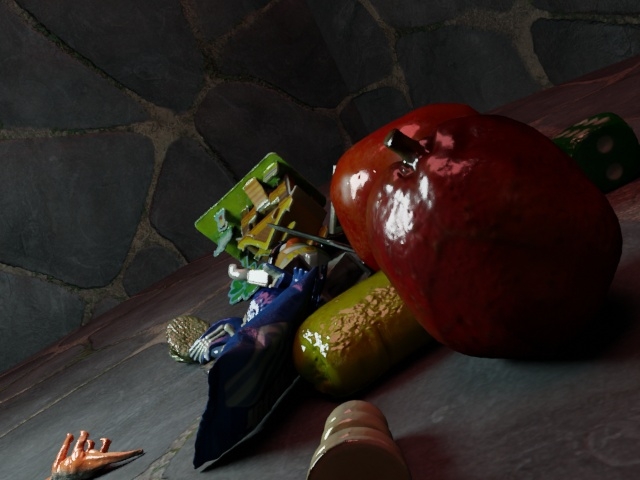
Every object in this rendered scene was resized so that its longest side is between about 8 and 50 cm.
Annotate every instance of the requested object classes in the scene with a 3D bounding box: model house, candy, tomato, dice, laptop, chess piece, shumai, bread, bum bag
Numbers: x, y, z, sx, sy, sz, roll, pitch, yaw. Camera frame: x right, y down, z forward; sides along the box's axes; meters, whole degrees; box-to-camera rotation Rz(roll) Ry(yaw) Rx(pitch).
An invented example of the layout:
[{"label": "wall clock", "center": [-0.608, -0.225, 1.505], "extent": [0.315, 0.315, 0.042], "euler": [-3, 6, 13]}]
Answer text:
[{"label": "model house", "center": [-0.164, 0.001, 1.826], "extent": [0.357, 0.242, 0.313], "euler": [-38, 28, 18]}, {"label": "candy", "center": [-0.078, 0.170, 0.996], "extent": [0.077, 0.187, 0.331], "euler": [20, 30, 17]}, {"label": "tomato", "center": [0.187, -0.087, 1.225], "extent": [0.325, 0.293, 0.290], "euler": [-18, 13, 20]}, {"label": "dice", "center": [0.499, -0.156, 1.254], "extent": [0.131, 0.120, 0.128], "euler": [-28, 10, 1]}, {"label": "laptop", "center": [0.022, 0.005, 1.436], "extent": [0.187, 0.015, 0.269], "euler": [17, 0, -34]}, {"label": "chess piece", "center": [0.033, 0.208, 0.673], "extent": [0.094, 0.094, 0.170], "euler": [-26, 6, 3]}, {"label": "shumai", "center": [-0.280, 0.229, 1.461], "extent": [0.099, 0.087, 0.124], "euler": [-12, 46, -27]}, {"label": "bread", "center": [0.128, 0.085, 0.993], "extent": [0.383, 0.112, 0.166], "euler": [-29, 9, -18]}, {"label": "bum bag", "center": [-0.001, 0.000, 1.939], "extent": [0.102, 0.069, 0.248], "euler": [9, -16, -36]}]

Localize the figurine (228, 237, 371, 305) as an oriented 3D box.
[{"label": "figurine", "center": [-0.036, 0.070, 1.418], "extent": [0.308, 0.143, 0.308], "euler": [15, -3, 1]}]

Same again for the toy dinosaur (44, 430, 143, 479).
[{"label": "toy dinosaur", "center": [-0.414, 0.367, 1.124], "extent": [0.279, 0.055, 0.101], "euler": [-20, 34, 25]}]

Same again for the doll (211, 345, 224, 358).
[{"label": "doll", "center": [-0.179, 0.221, 1.373], "extent": [0.125, 0.027, 0.037], "euler": [-12, 18, 47]}]

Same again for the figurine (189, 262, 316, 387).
[{"label": "figurine", "center": [-0.100, 0.162, 1.177], "extent": [0.262, 0.121, 0.164], "euler": [-49, 29, -12]}]

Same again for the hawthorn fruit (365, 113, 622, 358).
[{"label": "hawthorn fruit", "center": [0.180, -0.016, 0.789], "extent": [0.265, 0.307, 0.265], "euler": [-48, 14, 16]}]

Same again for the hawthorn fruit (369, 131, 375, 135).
[{"label": "hawthorn fruit", "center": [0.154, -0.110, 1.526], "extent": [0.301, 0.268, 0.268], "euler": [-36, 5, 23]}]

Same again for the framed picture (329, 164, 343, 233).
[{"label": "framed picture", "center": [0.094, -0.122, 1.874], "extent": [0.016, 0.184, 0.250], "euler": [9, 11, 28]}]
